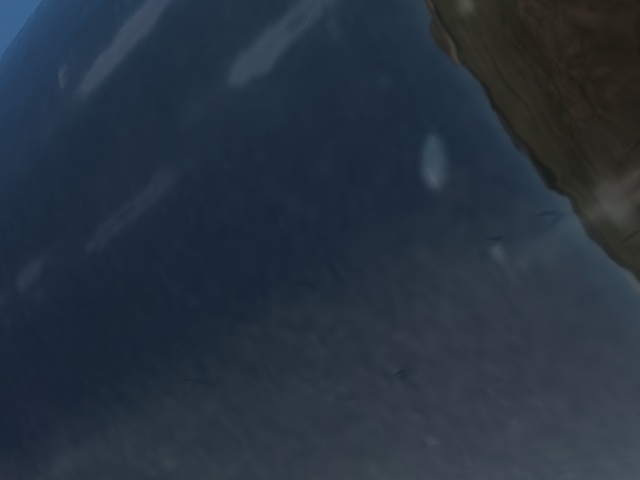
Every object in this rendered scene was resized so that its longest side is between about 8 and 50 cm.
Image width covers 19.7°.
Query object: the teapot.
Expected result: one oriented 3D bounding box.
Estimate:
[{"bbox_3d":[0.000,0.000,0.488,0.253,0.344,0.300,54,-152,-12],"label":"teapot"}]
